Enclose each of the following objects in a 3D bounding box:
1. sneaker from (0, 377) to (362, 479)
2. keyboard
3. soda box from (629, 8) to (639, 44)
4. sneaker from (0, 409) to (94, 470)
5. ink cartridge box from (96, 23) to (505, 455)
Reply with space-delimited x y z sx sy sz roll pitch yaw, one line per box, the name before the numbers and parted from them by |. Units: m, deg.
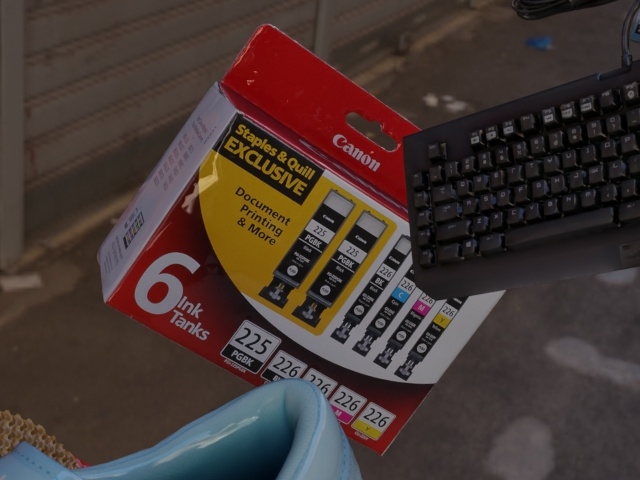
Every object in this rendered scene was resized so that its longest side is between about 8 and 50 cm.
sneaker | -0.131 0.149 0.415 0.366 0.150 0.135 -23 26 -40
keyboard | 0.174 -0.084 0.671 0.317 0.201 0.033 -14 -21 41
soda box | 0.303 -0.133 0.759 0.183 0.063 0.058 24 11 34
sneaker | -0.176 0.173 0.728 0.185 0.084 0.069 34 17 -26
ink cartridge box | 0.000 0.000 1.064 0.309 0.272 0.130 31 10 -22
